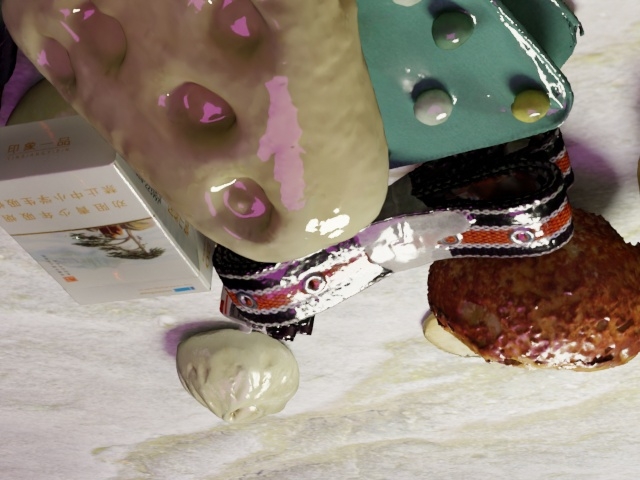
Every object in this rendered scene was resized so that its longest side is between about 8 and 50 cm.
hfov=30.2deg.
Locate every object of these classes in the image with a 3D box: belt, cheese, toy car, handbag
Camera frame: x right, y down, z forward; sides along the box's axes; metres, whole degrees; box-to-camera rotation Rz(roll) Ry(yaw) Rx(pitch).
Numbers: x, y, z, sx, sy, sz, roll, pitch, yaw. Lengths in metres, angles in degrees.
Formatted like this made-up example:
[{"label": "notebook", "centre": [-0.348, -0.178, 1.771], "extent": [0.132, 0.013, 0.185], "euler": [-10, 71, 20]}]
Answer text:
[{"label": "belt", "centre": [0.070, -0.012, 1.142], "extent": [0.359, 0.126, 0.094], "euler": [-20, 138, 10]}, {"label": "cheese", "centre": [-0.047, -0.154, 0.848], "extent": [0.328, 0.129, 0.351], "euler": [48, 135, -2]}, {"label": "toy car", "centre": [-0.062, 0.059, 1.323], "extent": [0.108, 0.089, 0.209], "euler": [12, 180, 8]}, {"label": "handbag", "centre": [0.052, -0.155, 0.991], "extent": [0.274, 0.100, 0.268], "euler": [-18, 143, 35]}]

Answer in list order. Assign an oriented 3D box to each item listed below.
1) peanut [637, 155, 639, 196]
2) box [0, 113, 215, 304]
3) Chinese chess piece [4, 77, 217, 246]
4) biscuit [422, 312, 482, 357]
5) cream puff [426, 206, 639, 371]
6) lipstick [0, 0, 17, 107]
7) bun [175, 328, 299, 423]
[{"label": "peanut", "centre": [0.390, -0.017, 1.144], "extent": [0.147, 0.147, 0.319], "euler": [-6, 146, 18]}, {"label": "box", "centre": [-0.206, -0.023, 1.101], "extent": [0.149, 0.067, 0.233], "euler": [-4, 149, 16]}, {"label": "Chinese chess piece", "centre": [-0.195, -0.068, 1.185], "extent": [0.251, 0.097, 0.251], "euler": [3, 150, 2]}, {"label": "biscuit", "centre": [0.204, 0.117, 1.520], "extent": [0.152, 0.020, 0.152], "euler": [3, 150, 2]}, {"label": "cream puff", "centre": [0.233, 0.044, 1.219], "extent": [0.240, 0.164, 0.240], "euler": [9, -175, -1]}, {"label": "lipstick", "centre": [-0.328, -0.139, 1.105], "extent": [0.077, 0.077, 0.418], "euler": [13, 150, -14]}, {"label": "bun", "centre": [-0.119, 0.196, 1.627], "extent": [0.183, 0.102, 0.183], "euler": [6, 150, 4]}]
